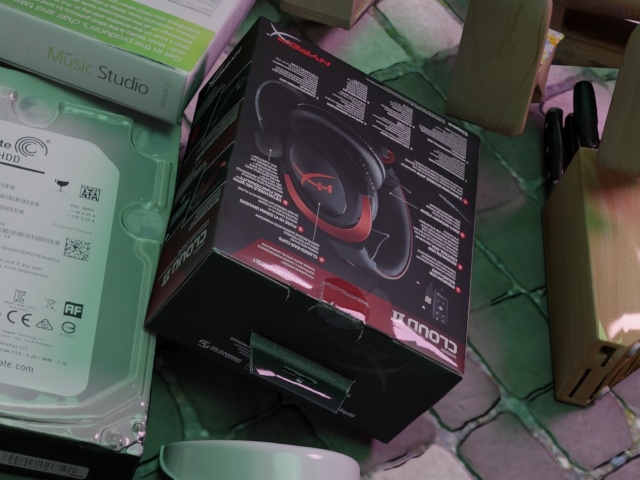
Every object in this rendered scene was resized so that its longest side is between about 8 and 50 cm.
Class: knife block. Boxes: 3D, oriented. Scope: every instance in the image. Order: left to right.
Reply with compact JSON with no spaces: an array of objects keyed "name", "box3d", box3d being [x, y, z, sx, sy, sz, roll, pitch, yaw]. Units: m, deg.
[{"name":"knife block","box3d":[0.233,-0.017,1.541,0.275,0.088,0.242,-29,66,-37]}]

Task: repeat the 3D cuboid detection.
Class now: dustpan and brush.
[{"name":"dustpan and brush","box3d":[-0.023,0.170,1.230,0.147,0.211,0.060,9,78,-15]}]

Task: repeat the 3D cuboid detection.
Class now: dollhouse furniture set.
[{"name":"dollhouse furniture set","box3d":[0.191,-0.287,1.566,0.394,0.256,0.362,18,34,12]}]

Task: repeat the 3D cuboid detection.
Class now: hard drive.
[{"name":"hard drive","box3d":[-0.232,0.012,1.346,0.237,0.064,0.339,14,47,-11]}]

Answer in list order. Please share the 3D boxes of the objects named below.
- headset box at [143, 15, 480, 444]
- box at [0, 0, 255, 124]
[{"name":"headset box","box3d":[0.000,0.000,1.378,0.218,0.110,0.293,27,43,-19]},{"name":"box","box3d":[-0.173,-0.234,1.538,0.232,0.058,0.322,21,36,4]}]
